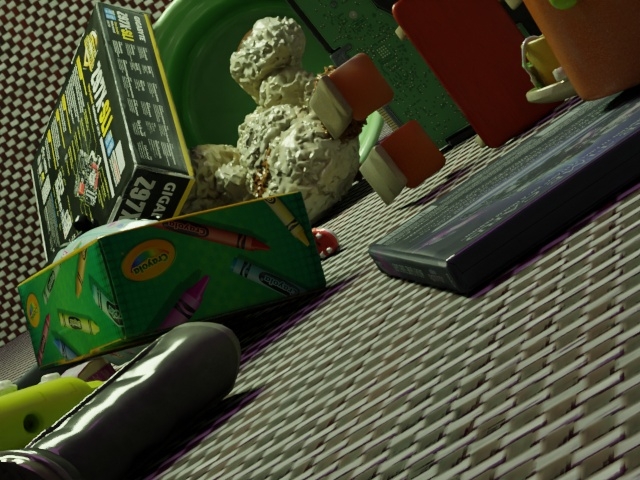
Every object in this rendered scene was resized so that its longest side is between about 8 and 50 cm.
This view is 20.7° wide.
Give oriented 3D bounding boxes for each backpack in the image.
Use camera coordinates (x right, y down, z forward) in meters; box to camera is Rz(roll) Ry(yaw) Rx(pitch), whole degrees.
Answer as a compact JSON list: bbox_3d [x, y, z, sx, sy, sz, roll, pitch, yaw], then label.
[{"bbox_3d":[-0.179,0.049,1.661,0.115,0.152,0.182,-54,18,-27],"label":"backpack"}]

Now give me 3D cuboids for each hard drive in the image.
[{"bbox_3d":[0.154,-0.244,1.651,0.339,0.237,0.064,-31,16,34],"label":"hard drive"}]

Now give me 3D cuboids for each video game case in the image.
[{"bbox_3d":[0.133,-0.037,1.061,0.196,0.026,0.274,-34,6,-5],"label":"video game case"}]

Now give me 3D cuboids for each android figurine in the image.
[{"bbox_3d":[-0.249,0.135,1.210,0.272,0.056,0.248,-12,0,-42],"label":"android figurine"}]

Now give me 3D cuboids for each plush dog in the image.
[{"bbox_3d":[-0.027,-0.087,1.915,0.262,0.210,0.225,-61,17,9],"label":"plush dog"}]

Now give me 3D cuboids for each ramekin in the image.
[{"bbox_3d":[-0.063,-0.180,2.153,0.303,0.303,0.148,-33,-2,6],"label":"ramekin"}]

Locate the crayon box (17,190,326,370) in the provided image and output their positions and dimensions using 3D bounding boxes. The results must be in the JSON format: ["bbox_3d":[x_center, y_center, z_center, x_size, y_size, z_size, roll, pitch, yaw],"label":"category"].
[{"bbox_3d":[-0.127,0.036,1.398,0.165,0.081,0.278,-14,-3,-23],"label":"crayon box"}]

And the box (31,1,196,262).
[{"bbox_3d":[-0.247,-0.080,2.023,0.257,0.079,0.322,-61,31,31],"label":"box"}]

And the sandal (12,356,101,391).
[{"bbox_3d":[-0.239,0.112,1.893,0.254,0.054,0.097,-42,-4,15],"label":"sandal"}]

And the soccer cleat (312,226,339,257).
[{"bbox_3d":[0.000,0.000,1.523,0.035,0.029,0.083,-41,3,-25],"label":"soccer cleat"}]

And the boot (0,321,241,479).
[{"bbox_3d":[-0.119,0.116,1.024,0.208,0.076,0.189,-29,4,-36],"label":"boot"}]

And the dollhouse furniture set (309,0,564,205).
[{"bbox_3d":[0.102,-0.201,1.485,0.262,0.259,0.135,-36,-4,-9],"label":"dollhouse furniture set"}]

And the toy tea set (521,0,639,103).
[{"bbox_3d":[0.215,-0.180,1.185,0.200,0.124,0.336,-23,4,-3],"label":"toy tea set"}]

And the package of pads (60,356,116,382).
[{"bbox_3d":[-0.177,0.120,1.376,0.032,0.050,0.083,-36,5,-22],"label":"package of pads"}]
